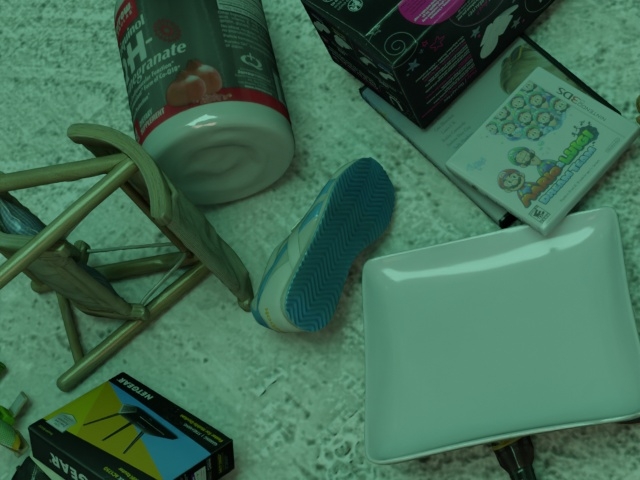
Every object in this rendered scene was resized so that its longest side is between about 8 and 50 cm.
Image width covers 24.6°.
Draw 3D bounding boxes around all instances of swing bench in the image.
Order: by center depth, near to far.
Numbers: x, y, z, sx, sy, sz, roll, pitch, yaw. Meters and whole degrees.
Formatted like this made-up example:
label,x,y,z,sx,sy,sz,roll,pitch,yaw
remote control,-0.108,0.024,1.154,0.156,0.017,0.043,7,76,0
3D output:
label,x,y,z,sx,sy,sz,roll,pitch,yaw
swing bench,-0.239,0.010,1.580,0.254,0.253,0.165,-25,60,6

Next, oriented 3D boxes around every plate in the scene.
label,x,y,z,sx,sy,sz,roll,pitch,yaw
plate,0.180,0.100,1.474,0.277,0.045,0.278,-12,43,12

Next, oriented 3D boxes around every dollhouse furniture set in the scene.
label,x,y,z,sx,sy,sz,roll,pitch,yaw
dollhouse furniture set,-0.361,0.177,1.629,0.059,0.076,0.151,-55,29,-3

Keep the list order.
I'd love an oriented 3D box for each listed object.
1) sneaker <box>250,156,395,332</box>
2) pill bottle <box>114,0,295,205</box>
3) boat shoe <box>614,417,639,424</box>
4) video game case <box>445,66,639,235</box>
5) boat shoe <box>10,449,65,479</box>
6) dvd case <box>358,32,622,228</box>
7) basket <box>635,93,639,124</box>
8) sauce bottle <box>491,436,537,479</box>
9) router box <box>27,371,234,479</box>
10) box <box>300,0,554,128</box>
label,x,y,z,sx,sy,sz,roll,pitch,yaw
sneaker,0.000,0.000,1.596,0.092,0.087,0.229,-9,41,53
pill bottle,-0.143,-0.215,1.699,0.176,0.176,0.319,-19,61,10
boat shoe,0.279,0.154,1.451,0.137,0.043,0.049,-2,63,17
video game case,0.236,-0.098,1.567,0.143,0.019,0.157,37,77,31
boat shoe,-0.254,0.313,1.542,0.079,0.084,0.233,-48,54,-3
dvd case,0.186,-0.151,1.641,0.180,0.022,0.253,-42,59,-3
basket,0.447,-0.176,1.394,0.299,0.213,0.223,-34,53,40
sauce bottle,0.189,0.196,1.462,0.042,0.042,0.128,-23,59,8
router box,-0.198,0.217,1.535,0.179,0.046,0.133,25,41,36
box,0.130,-0.277,1.629,0.247,0.142,0.163,-44,58,-7
